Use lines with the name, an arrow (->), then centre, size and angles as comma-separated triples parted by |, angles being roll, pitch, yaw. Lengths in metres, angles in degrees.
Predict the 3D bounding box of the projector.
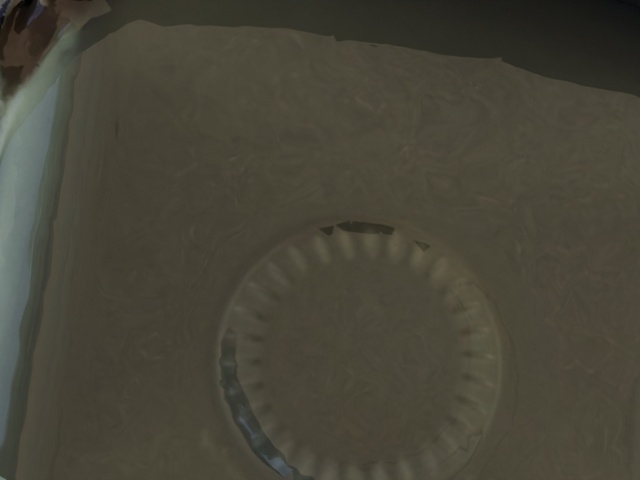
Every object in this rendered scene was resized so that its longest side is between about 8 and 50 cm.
projector -> 0.000, 0.000, 0.414 | 0.163, 0.242, 0.177 | 9, -108, -7
